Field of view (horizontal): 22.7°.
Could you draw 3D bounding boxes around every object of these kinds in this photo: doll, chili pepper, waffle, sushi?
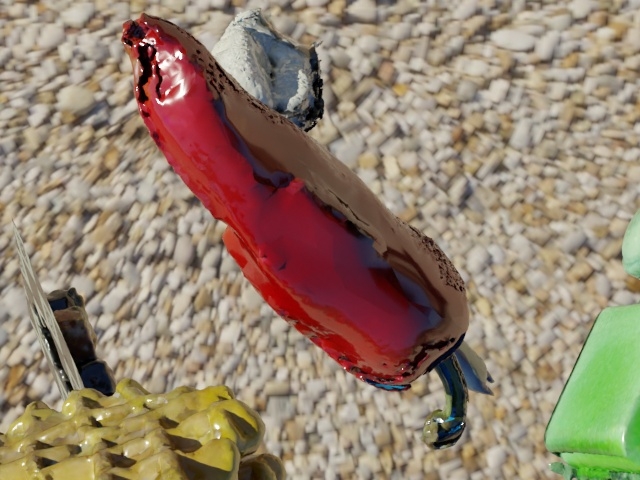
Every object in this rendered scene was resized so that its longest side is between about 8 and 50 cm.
[{"bbox_3d":[0.089,0.075,1.193,0.027,0.037,0.125,-38,114,26],"label":"doll"},{"bbox_3d":[0.000,0.000,1.010,0.110,0.110,0.387,-42,124,4],"label":"chili pepper"},{"bbox_3d":[-0.189,0.219,1.195,0.324,0.261,0.151,-11,106,17],"label":"waffle"},{"bbox_3d":[-0.211,0.142,1.509,0.050,0.264,0.290,-20,67,-15],"label":"sushi"}]

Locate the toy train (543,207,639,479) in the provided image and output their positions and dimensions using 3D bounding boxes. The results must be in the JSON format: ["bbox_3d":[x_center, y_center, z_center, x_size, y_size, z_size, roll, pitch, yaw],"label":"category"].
[{"bbox_3d":[0.253,0.085,0.847,0.243,0.132,0.188,28,78,-11],"label":"toy train"}]

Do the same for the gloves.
[{"bbox_3d":[-0.052,-0.138,1.428,0.114,0.153,0.070,30,124,-11],"label":"gloves"}]
